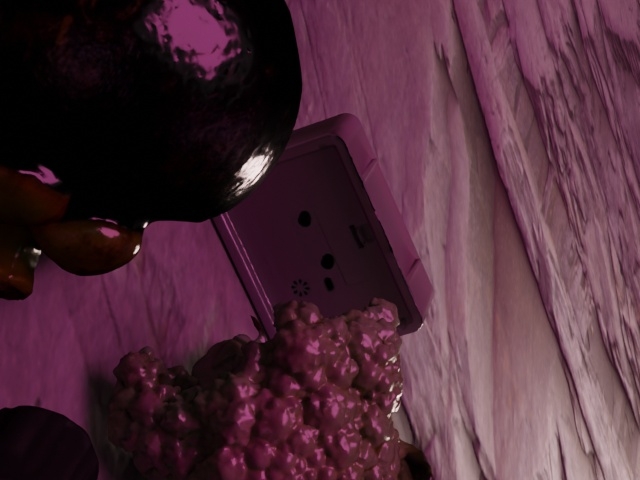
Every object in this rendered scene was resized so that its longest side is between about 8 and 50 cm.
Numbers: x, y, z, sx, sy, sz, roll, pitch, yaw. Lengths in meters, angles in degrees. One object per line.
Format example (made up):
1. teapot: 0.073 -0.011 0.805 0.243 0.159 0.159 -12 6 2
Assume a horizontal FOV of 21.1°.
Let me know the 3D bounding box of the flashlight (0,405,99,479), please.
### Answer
1. flashlight: -0.234 0.238 0.987 0.103 0.103 0.424 62 25 -22

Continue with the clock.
1. clock: 0.000 0.000 1.533 0.197 0.150 0.063 65 24 -16

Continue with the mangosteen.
1. mangosteen: -0.156 -0.093 1.191 0.302 0.275 0.275 -60 143 -4

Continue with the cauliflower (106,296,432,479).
1. cauliflower: -0.044 0.145 1.353 0.315 0.238 0.256 -130 -159 -60
